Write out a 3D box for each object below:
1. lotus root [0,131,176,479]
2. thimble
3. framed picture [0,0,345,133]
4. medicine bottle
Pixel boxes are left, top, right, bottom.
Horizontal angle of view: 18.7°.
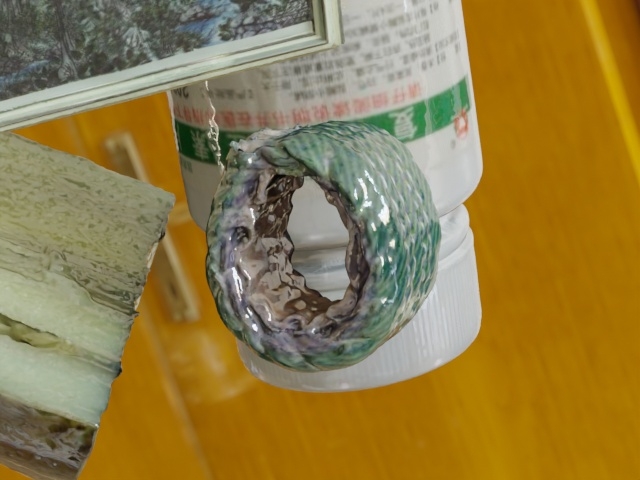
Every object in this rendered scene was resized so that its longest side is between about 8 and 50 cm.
[{"bbox_3d":[-0.269,0.049,1.428,0.260,0.149,0.267,19,39,-5],"label":"lotus root"},{"bbox_3d":[0.002,0.002,1.093,0.118,0.135,0.090,3,11,19],"label":"thimble"},{"bbox_3d":[-0.081,-0.116,0.796,0.183,0.142,0.011,-15,38,-12],"label":"framed picture"},{"bbox_3d":[0.003,-0.083,1.335,0.208,0.340,0.208,-8,19,3],"label":"medicine bottle"}]
